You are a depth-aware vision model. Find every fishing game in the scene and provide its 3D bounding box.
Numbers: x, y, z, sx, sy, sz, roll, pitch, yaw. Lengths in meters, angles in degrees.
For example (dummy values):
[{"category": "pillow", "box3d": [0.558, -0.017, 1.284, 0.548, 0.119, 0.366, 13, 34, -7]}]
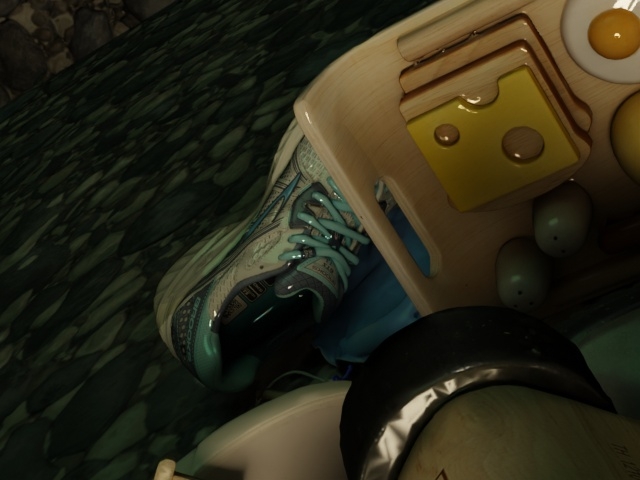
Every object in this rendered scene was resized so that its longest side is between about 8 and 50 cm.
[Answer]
[{"category": "fishing game", "box3d": [0.068, 0.022, 1.034, 0.264, 0.041, 0.189, -54, 22, -24]}]

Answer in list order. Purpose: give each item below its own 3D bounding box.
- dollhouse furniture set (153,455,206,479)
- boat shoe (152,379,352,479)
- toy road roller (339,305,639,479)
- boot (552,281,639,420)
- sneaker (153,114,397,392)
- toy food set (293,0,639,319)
[{"category": "dollhouse furniture set", "box3d": [-0.100, 0.173, 0.632, 0.182, 0.101, 0.161, 130, 156, -82]}, {"category": "boat shoe", "box3d": [-0.106, 0.190, 0.816, 0.340, 0.127, 0.158, -39, 22, -12]}, {"category": "toy road roller", "box3d": [0.100, 0.202, 0.461, 0.202, 0.240, 0.329, -110, 39, -69]}, {"category": "boot", "box3d": [0.210, 0.086, 0.603, 0.338, 0.118, 0.223, -40, 26, -2]}, {"category": "sneaker", "box3d": [0.000, 0.000, 1.047, 0.283, 0.110, 0.122, -51, 28, 8]}, {"category": "toy food set", "box3d": [0.165, -0.054, 0.810, 0.306, 0.220, 0.092, -24, 23, 24]}]
